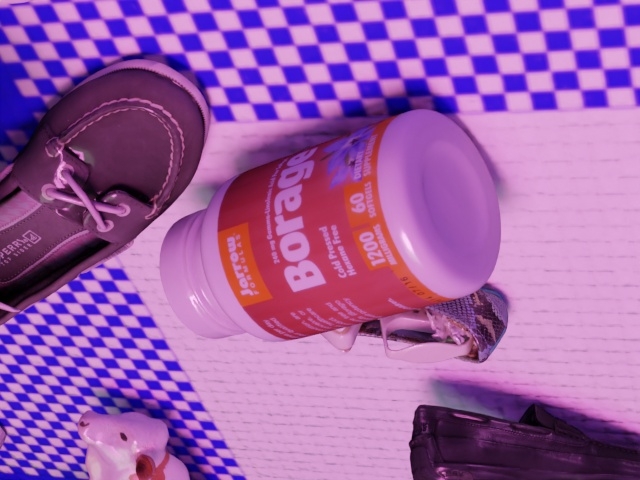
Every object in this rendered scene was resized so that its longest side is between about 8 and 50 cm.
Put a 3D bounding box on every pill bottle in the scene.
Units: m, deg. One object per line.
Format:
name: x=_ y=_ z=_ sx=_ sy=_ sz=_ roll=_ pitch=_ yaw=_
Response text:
pill bottle: x=0.000 y=0.000 z=0.860 sx=0.216 sy=0.121 sz=0.121 roll=-18 pitch=130 yaw=36

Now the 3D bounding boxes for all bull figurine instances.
bull figurine: x=-0.174 y=0.281 z=1.253 sx=0.188 sy=0.101 sz=0.310 roll=-28 pitch=135 yaw=7

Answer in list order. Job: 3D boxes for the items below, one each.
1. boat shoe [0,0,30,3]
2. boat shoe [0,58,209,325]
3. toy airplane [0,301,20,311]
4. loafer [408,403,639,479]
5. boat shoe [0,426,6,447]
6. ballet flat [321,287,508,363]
boat shoe: x=-0.243 y=-0.250 z=0.658 sx=0.319 sy=0.116 sz=0.099 roll=44 pitch=139 yaw=-22
boat shoe: x=-0.193 y=-0.011 z=0.943 sx=0.112 sy=0.095 sz=0.335 roll=36 pitch=139 yaw=-21
toy airplane: x=-0.341 y=0.021 z=0.826 sx=0.272 sy=0.386 sz=0.384 roll=12 pitch=144 yaw=-34
loafer: x=0.179 y=0.168 z=1.034 sx=0.223 sy=0.078 sz=0.076 roll=6 pitch=151 yaw=-13
boat shoe: x=-0.429 y=0.264 z=1.374 sx=0.109 sy=0.091 sz=0.305 roll=32 pitch=140 yaw=-17
ballet flat: x=0.042 y=0.056 z=0.959 sx=0.188 sy=0.070 sz=0.070 roll=5 pitch=140 yaw=16
